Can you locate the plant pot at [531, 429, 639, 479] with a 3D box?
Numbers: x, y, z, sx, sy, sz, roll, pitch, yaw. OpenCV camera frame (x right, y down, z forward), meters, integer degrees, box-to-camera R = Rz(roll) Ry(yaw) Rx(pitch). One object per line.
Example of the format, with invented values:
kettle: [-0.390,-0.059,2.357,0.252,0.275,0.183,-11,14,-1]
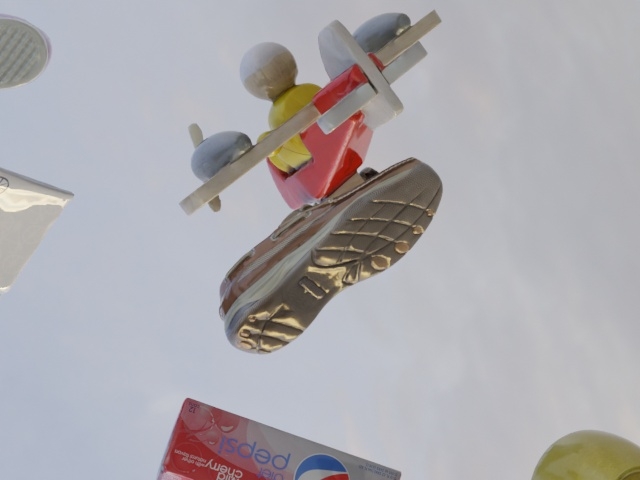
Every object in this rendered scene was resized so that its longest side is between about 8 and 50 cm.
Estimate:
plant pot: [0.275,0.243,1.040,0.134,0.095,0.134,3,-101,-14]

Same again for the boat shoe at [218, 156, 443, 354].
boat shoe: [0.000,0.000,1.374,0.123,0.324,0.116,50,-175,-45]

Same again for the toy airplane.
toy airplane: [-0.012,-0.193,1.597,0.272,0.384,0.386,45,-159,14]

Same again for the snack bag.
snack bag: [-0.514,0.036,1.426,0.037,0.342,0.323,43,-169,31]

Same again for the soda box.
soda box: [-0.048,0.269,1.279,0.263,0.083,0.092,20,-115,-5]

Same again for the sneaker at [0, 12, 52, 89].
sneaker: [-0.442,-0.210,1.246,0.161,0.282,0.102,-121,35,-71]
